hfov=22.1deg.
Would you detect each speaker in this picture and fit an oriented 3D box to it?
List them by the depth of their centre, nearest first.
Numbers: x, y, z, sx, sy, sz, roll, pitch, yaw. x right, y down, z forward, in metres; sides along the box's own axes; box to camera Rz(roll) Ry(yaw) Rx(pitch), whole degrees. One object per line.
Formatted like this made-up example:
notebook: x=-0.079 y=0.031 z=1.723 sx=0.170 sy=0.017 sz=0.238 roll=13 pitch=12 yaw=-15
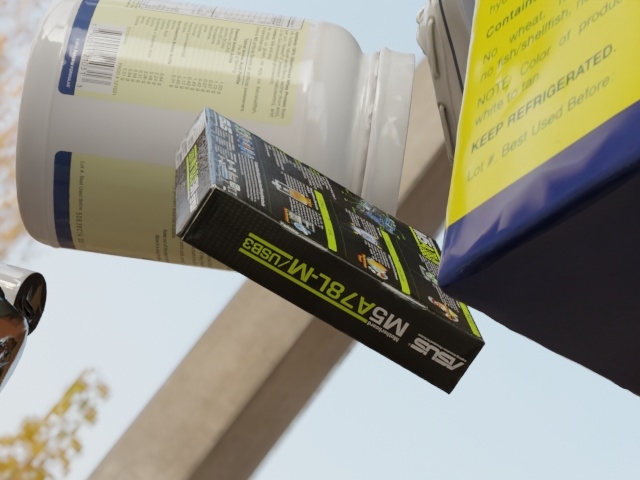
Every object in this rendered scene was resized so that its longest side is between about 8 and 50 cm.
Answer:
speaker: x=-0.285 y=0.036 z=1.287 sx=0.136 sy=0.055 sz=0.055 roll=13 pitch=-28 yaw=19

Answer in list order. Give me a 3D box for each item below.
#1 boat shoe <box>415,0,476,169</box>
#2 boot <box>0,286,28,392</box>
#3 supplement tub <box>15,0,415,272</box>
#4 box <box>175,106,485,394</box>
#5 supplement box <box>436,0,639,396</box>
boat shoe: x=0.114 y=-0.166 z=1.307 sx=0.084 sy=0.095 sz=0.258 roll=3 pitch=-75 yaw=47
boot: x=-0.332 y=0.046 z=0.706 sx=0.260 sy=0.348 sz=0.131 roll=52 pitch=-19 yaw=13
supplement tub: x=-0.089 y=-0.090 z=1.459 sx=0.325 sy=0.235 sz=0.235 roll=8 pitch=-24 yaw=1
box: x=0.000 y=0.000 z=0.991 sx=0.184 sy=0.045 sz=0.190 roll=32 pitch=12 yaw=-15
supplement box: x=0.197 y=-0.123 z=0.640 sx=0.195 sy=0.356 sz=0.194 roll=27 pitch=-36 yaw=-24
